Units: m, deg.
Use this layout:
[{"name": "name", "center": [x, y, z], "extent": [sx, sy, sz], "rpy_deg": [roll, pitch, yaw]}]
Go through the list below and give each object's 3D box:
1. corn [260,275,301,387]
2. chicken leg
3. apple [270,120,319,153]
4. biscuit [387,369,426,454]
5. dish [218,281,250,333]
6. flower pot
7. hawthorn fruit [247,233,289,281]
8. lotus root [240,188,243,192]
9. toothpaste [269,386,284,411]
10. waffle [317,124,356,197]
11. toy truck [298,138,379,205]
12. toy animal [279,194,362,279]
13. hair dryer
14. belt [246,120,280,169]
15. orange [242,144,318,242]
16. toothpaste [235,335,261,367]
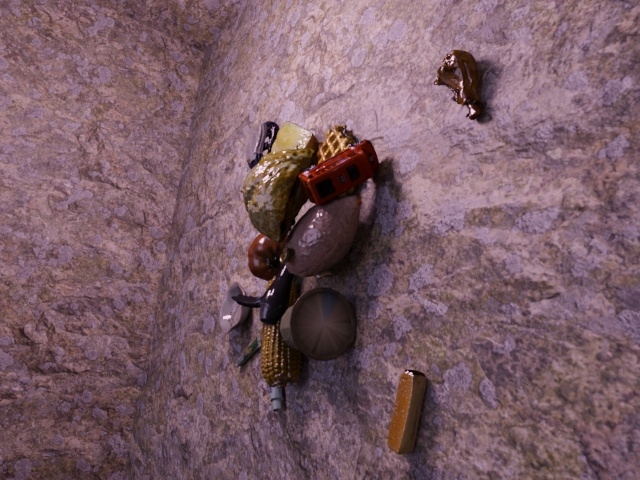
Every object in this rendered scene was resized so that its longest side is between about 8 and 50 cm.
[{"name": "corn", "center": [-0.136, 0.314, 1.529], "extent": [0.144, 0.143, 0.387], "rpy_deg": [-39, 43, 42]}, {"name": "chicken leg", "center": [0.357, -0.397, 1.122], "extent": [0.085, 0.101, 0.208], "rpy_deg": [104, 157, -68]}, {"name": "apple", "center": [-0.105, -0.353, 1.748], "extent": [0.193, 0.120, 0.265], "rpy_deg": [-55, 37, 4]}, {"name": "biscuit", "center": [0.208, 0.404, 1.042], "extent": [0.052, 0.056, 0.188], "rpy_deg": [7, 82, 55]}, {"name": "dish", "center": [-0.361, 0.301, 1.928], "extent": [0.229, 0.081, 0.230], "rpy_deg": [-32, 48, 45]}, {"name": "flower pot", "center": [-0.033, 0.262, 1.345], "extent": [0.202, 0.212, 0.213], "rpy_deg": [-29, 54, 58]}, {"name": "hawthorn fruit", "center": [-0.187, 0.048, 1.691], "extent": [0.251, 0.199, 0.200], "rpy_deg": [-128, 58, -72]}, {"name": "lotus root", "center": [-0.195, -0.220, 1.803], "extent": [0.180, 0.188, 0.199], "rpy_deg": [-57, 33, 7]}, {"name": "toothpaste", "center": [-0.164, 0.465, 1.595], "extent": [0.075, 0.048, 0.297], "rpy_deg": [-49, 37, 39]}, {"name": "waffle", "center": [0.052, -0.259, 1.550], "extent": [0.312, 0.060, 0.307], "rpy_deg": [29, 103, 57]}, {"name": "toy truck", "center": [0.070, -0.205, 1.331], "extent": [0.252, 0.108, 0.114], "rpy_deg": [-29, 23, -8]}, {"name": "toy animal", "center": [0.004, -0.004, 1.383], "extent": [0.358, 0.188, 0.227], "rpy_deg": [-47, 18, 34]}, {"name": "hair dryer", "center": [-0.215, 0.176, 1.518], "extent": [0.271, 0.091, 0.236], "rpy_deg": [-3, 50, 31]}, {"name": "belt", "center": [-0.253, -0.427, 2.005], "extent": [0.126, 0.139, 0.231], "rpy_deg": [-5, 71, 57]}, {"name": "orange", "center": [-0.139, -0.175, 1.457], "extent": [0.271, 0.210, 0.369], "rpy_deg": [-66, -3, 40]}, {"name": "toothpaste", "center": [-0.297, 0.465, 1.805], "extent": [0.204, 0.031, 0.049], "rpy_deg": [-50, 41, 31]}]
